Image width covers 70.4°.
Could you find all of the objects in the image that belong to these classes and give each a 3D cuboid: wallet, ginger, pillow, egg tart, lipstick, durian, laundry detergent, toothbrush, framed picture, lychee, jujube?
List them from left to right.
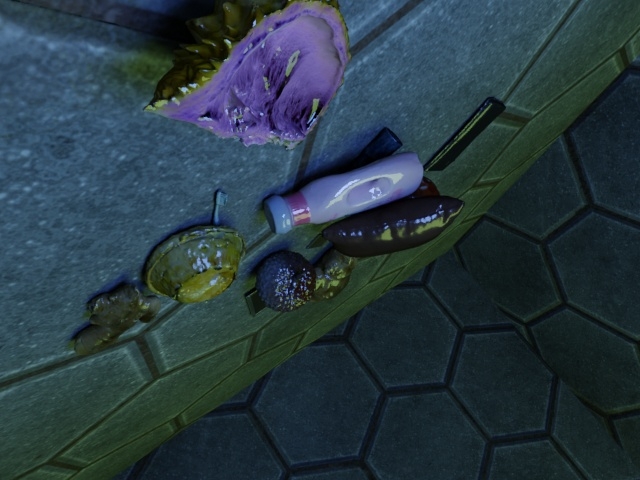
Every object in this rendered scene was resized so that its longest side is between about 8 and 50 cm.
[{"bbox_3d":[-0.396,0.147,0.855,0.214,0.058,0.133,-31,156,7],"label":"ginger"},{"bbox_3d":[-0.229,0.056,0.872,0.213,0.090,0.212,-27,156,-13],"label":"egg tart"},{"bbox_3d":[-0.196,-0.027,0.862,0.219,0.019,0.016,119,-11,-54],"label":"toothbrush"},{"bbox_3d":[-0.057,-0.208,0.529,0.191,0.112,0.341,-53,167,18],"label":"durian"},{"bbox_3d":[-0.149,0.161,1.467,0.197,0.014,0.252,-32,162,-16],"label":"framed picture"},{"bbox_3d":[-0.088,0.108,1.190,0.165,0.165,0.197,-29,-171,-26],"label":"lychee"},{"bbox_3d":[0.000,0.000,1.357,0.066,0.006,0.089,-47,162,27],"label":"framed picture"},{"bbox_3d":[0.039,0.097,1.511,0.219,0.123,0.270,-32,153,-29],"label":"ginger"},{"bbox_3d":[0.048,-0.097,0.957,0.336,0.087,0.159,-19,163,-18],"label":"laundry detergent"},{"bbox_3d":[0.081,-0.161,1.042,0.234,0.053,0.053,-39,164,24],"label":"lipstick"},{"bbox_3d":[0.165,-0.025,1.082,0.306,0.108,0.308,-13,173,5],"label":"pillow"},{"bbox_3d":[0.215,-0.084,1.295,0.256,0.189,0.190,-29,163,-2],"label":"jujube"},{"bbox_3d":[0.437,-0.312,1.383,0.146,0.030,0.285,-10,149,-50],"label":"wallet"}]
